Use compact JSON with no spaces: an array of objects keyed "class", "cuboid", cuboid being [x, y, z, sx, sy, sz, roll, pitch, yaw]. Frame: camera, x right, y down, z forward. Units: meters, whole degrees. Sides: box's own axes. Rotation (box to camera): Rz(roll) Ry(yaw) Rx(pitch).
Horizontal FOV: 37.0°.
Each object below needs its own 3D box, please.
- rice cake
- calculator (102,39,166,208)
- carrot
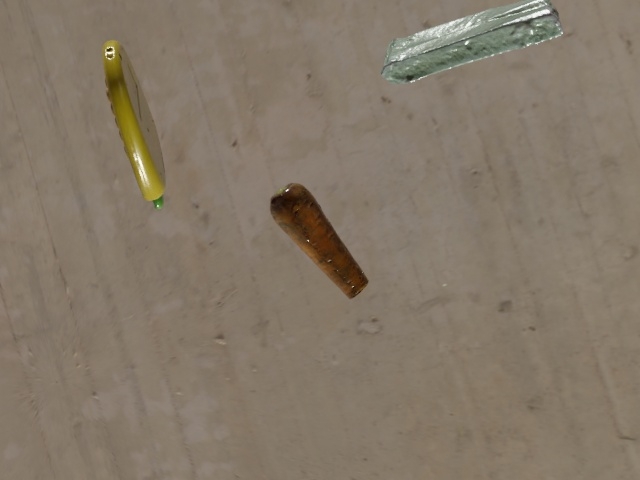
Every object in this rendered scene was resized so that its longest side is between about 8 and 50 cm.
[{"class":"rice cake","cuboid":[0.185,-0.248,1.180,0.040,0.226,0.085,63,-153,-29]},{"class":"calculator","cuboid":[-0.220,-0.133,1.150,0.032,0.234,0.146,-14,-130,-2]},{"class":"carrot","cuboid":[0.000,0.000,1.157,0.055,0.055,0.161,-45,-71,-17]}]
